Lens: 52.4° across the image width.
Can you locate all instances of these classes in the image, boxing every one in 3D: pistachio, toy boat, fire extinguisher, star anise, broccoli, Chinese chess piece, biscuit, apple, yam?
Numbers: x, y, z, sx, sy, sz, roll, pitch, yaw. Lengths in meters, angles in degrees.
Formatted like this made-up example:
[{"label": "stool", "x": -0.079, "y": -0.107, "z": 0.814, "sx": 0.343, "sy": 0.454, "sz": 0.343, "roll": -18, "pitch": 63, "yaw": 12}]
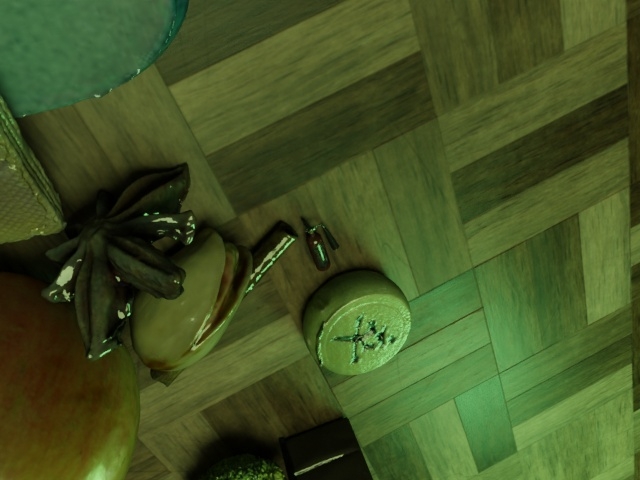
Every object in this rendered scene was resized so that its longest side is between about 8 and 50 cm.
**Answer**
[{"label": "pistachio", "x": -0.184, "y": 0.089, "z": 0.923, "sx": 0.144, "sy": 0.144, "sz": 0.215, "roll": 31, "pitch": 97, "yaw": -36}, {"label": "toy boat", "x": -0.300, "y": -0.249, "z": 0.673, "sx": 0.329, "sy": 0.123, "sz": 0.215, "roll": -16, "pitch": 133, "yaw": 2}, {"label": "fire extinguisher", "x": 0.003, "y": 0.003, "z": 1.014, "sx": 0.046, "sy": 0.032, "sz": 0.100, "roll": -17, "pitch": 135, "yaw": 2}, {"label": "star anise", "x": -0.237, "y": 0.024, "z": 0.796, "sx": 0.198, "sy": 0.258, "sz": 0.111, "roll": -24, "pitch": 136, "yaw": 4}, {"label": "broccoli", "x": -0.152, "y": 0.494, "z": 1.200, "sx": 0.197, "sy": 0.176, "sz": 0.226, "roll": 13, "pitch": 95, "yaw": -15}, {"label": "Chinese chess piece", "x": 0.063, "y": 0.141, "z": 1.104, "sx": 0.188, "sy": 0.083, "sz": 0.188, "roll": -10, "pitch": 124, "yaw": -16}, {"label": "biscuit", "x": -0.368, "y": -0.076, "z": 0.721, "sx": 0.108, "sy": 0.062, "sz": 0.239, "roll": -10, "pitch": 153, "yaw": -8}, {"label": "apple", "x": -0.421, "y": 0.251, "z": 0.803, "sx": 0.391, "sy": 0.346, "sz": 0.392, "roll": -9, "pitch": 126, "yaw": -12}, {"label": "yam", "x": -0.151, "y": 0.103, "z": 1.009, "sx": 0.045, "sy": 0.045, "sz": 0.327, "roll": 41, "pitch": 102, "yaw": -6}]

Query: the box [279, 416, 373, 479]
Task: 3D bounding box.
[{"label": "box", "x": 0.025, "y": 0.506, "z": 1.281, "sx": 0.153, "sy": 0.188, "sz": 0.252, "roll": -17, "pitch": 125, "yaw": -9}]
